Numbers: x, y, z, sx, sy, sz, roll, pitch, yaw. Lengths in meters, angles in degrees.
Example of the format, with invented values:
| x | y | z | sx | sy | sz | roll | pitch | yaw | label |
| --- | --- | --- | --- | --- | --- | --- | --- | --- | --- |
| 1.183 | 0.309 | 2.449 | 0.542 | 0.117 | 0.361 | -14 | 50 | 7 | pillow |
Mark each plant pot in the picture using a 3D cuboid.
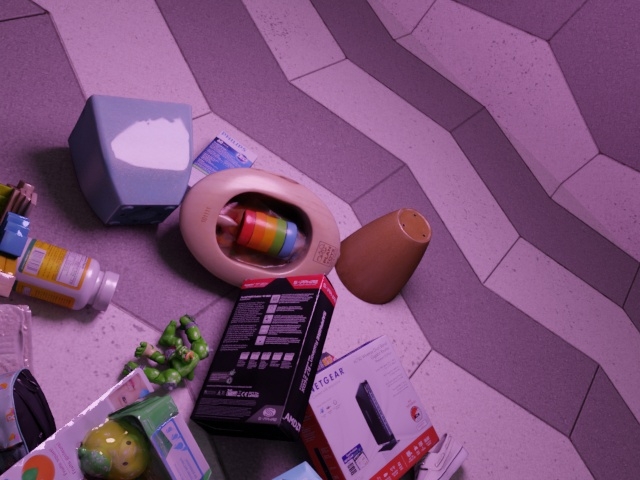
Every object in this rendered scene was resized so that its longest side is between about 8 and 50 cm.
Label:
| x | y | z | sx | sy | sz | roll | pitch | yaw | label |
| --- | --- | --- | --- | --- | --- | --- | --- | --- | --- |
| 0.202 | 0.025 | 1.747 | 0.237 | 0.254 | 0.237 | 18 | 50 | -23 | plant pot |
| -0.452 | -0.176 | 1.474 | 0.247 | 0.247 | 0.252 | -3 | 73 | -36 | plant pot |

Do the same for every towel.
| x | y | z | sx | sy | sz | roll | pitch | yaw | label |
| --- | --- | --- | --- | --- | --- | --- | --- | --- | --- |
| -0.673 | 0.217 | 1.090 | 0.282 | 0.049 | 0.187 | -5 | 92 | -35 | towel |

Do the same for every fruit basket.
| x | y | z | sx | sy | sz | roll | pitch | yaw | label |
| --- | --- | --- | --- | --- | --- | --- | --- | --- | --- |
| -0.347 | 0.444 | 1.037 | 0.327 | 0.165 | 0.353 | 66 | 26 | -9 | fruit basket |

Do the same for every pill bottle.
| x | y | z | sx | sy | sz | roll | pitch | yaw | label |
| --- | --- | --- | --- | --- | --- | --- | --- | --- | --- |
| -0.548 | 0.080 | 1.289 | 0.208 | 0.117 | 0.118 | 21 | 48 | -19 | pill bottle |

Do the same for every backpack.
| x | y | z | sx | sy | sz | roll | pitch | yaw | label |
| --- | --- | --- | --- | --- | --- | --- | --- | --- | --- |
| -0.542 | 0.323 | 1.038 | 0.144 | 0.166 | 0.188 | -8 | 101 | -10 | backpack |

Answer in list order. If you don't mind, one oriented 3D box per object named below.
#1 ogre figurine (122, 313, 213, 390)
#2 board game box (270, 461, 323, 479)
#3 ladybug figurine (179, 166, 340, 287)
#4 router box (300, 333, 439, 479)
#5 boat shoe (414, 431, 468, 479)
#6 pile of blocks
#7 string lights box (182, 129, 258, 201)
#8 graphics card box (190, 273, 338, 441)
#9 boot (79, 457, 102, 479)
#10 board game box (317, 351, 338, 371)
| x | y | z | sx | sy | sz | roll | pitch | yaw | label |
| --- | --- | --- | --- | --- | --- | --- | --- | --- | --- |
| -0.324 | 0.253 | 1.332 | 0.118 | 0.097 | 0.197 | 32 | 26 | 15 | ogre figurine |
| -0.152 | 0.577 | 1.076 | 0.336 | 0.254 | 0.079 | -13 | 36 | -40 | board game box |
| -0.154 | -0.023 | 1.562 | 0.449 | 0.162 | 0.305 | 22 | 87 | -24 | ladybug figurine |
| 0.103 | 0.424 | 1.435 | 0.335 | 0.082 | 0.301 | -20 | 80 | -47 | router box |
| 0.274 | 0.567 | 1.493 | 0.267 | 0.096 | 0.088 | -25 | 69 | -45 | boat shoe |
| -0.653 | -0.033 | 1.196 | 0.112 | 0.149 | 0.362 | 25 | 21 | -35 | pile of blocks |
| -0.294 | -0.190 | 1.699 | 0.133 | 0.077 | 0.260 | 36 | 44 | -6 | string lights box |
| -0.116 | 0.251 | 1.343 | 0.094 | 0.232 | 0.371 | 59 | 37 | -41 | graphics card box |
| -0.462 | 0.443 | 1.128 | 0.118 | 0.042 | 0.087 | 15 | 44 | -26 | boot |
| -0.042 | 0.311 | 1.497 | 0.194 | 0.060 | 0.194 | -15 | 66 | -42 | board game box |
